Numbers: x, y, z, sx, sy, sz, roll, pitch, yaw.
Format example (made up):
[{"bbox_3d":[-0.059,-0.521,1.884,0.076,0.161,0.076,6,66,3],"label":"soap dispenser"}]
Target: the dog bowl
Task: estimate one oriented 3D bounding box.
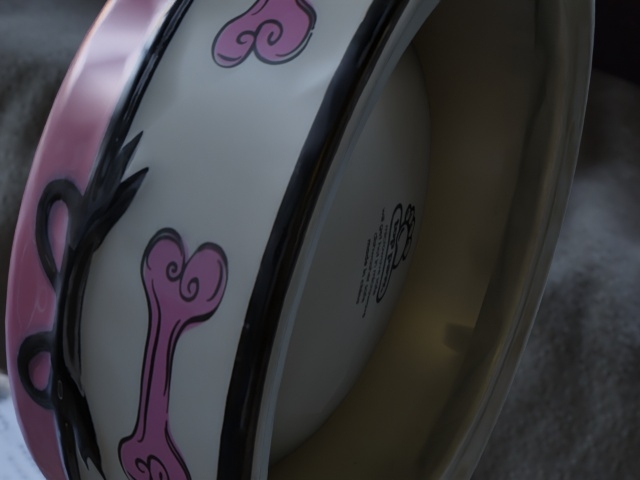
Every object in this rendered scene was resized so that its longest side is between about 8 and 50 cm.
[{"bbox_3d":[0.000,0.000,0.767,0.150,0.408,0.408,17,21,22],"label":"dog bowl"}]
